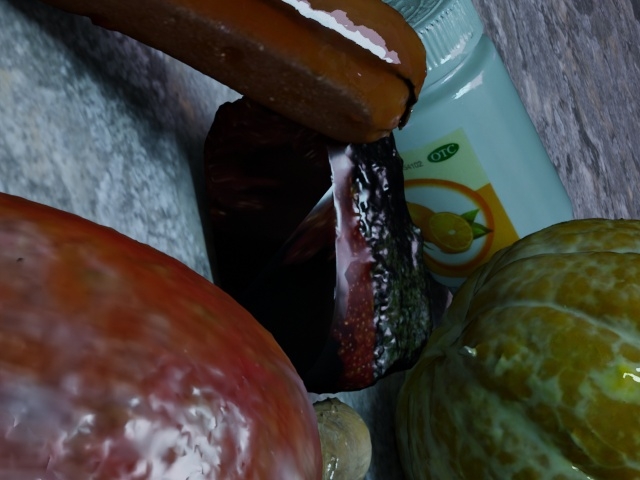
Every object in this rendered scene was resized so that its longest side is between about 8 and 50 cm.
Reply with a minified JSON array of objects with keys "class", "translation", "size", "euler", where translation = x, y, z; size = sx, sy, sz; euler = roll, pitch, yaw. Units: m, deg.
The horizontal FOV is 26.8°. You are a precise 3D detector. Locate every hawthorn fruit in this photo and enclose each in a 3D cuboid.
[{"class":"hawthorn fruit","translation":[-0.137,0.114,0.492],"size":[0.284,0.284,0.284],"euler":[44,37,-46]}]

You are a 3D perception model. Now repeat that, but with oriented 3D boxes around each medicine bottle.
[{"class":"medicine bottle","translation":[0.128,-0.081,1.272],"size":[0.318,0.158,0.158],"euler":[58,28,-27]}]

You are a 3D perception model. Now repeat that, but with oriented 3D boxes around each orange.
[{"class":"orange","translation":[0.208,0.129,1.118],"size":[0.249,0.329,0.329],"euler":[30,35,-5]}]

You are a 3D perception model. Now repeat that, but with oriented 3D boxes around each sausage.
[{"class":"sausage","translation":[-0.074,-0.163,0.860],"size":[0.330,0.102,0.102],"euler":[23,47,-22]}]

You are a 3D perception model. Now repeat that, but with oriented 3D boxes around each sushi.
[{"class":"sushi","translation":[0.000,0.000,0.980],"size":[0.126,0.136,0.225],"euler":[1,78,-55]}]

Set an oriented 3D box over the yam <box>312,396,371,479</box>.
[{"class":"yam","translation":[-0.060,0.165,0.813],"size":[0.357,0.081,0.081],"euler":[-13,86,-64]}]
